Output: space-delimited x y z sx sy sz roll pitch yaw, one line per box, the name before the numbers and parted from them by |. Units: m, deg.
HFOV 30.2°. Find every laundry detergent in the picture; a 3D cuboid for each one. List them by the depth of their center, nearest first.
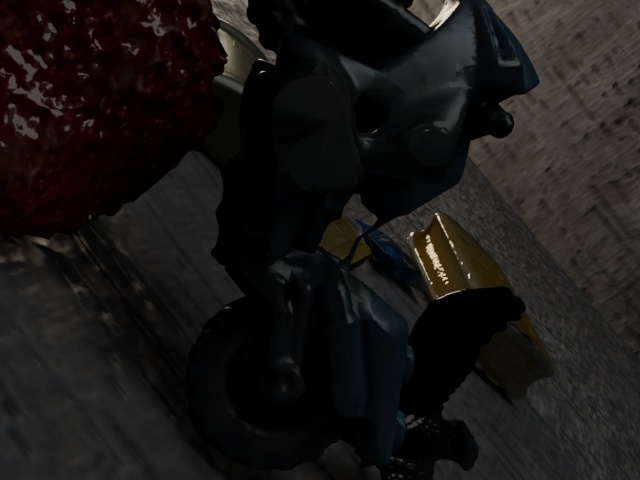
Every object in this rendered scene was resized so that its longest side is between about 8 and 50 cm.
laundry detergent | -0.117 -0.188 1.394 0.181 0.091 0.253 35 20 -28

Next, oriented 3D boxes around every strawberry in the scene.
strawberry | -0.198 -0.138 0.846 0.261 0.257 0.261 43 -15 14

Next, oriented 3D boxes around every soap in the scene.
soap | -0.001 0.001 1.372 0.092 0.037 0.252 52 14 5
soap | 0.229 0.091 1.727 0.173 0.089 0.274 41 16 -29

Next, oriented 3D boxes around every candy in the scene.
candy | 0.099 0.028 1.609 0.088 0.038 0.136 45 0 45

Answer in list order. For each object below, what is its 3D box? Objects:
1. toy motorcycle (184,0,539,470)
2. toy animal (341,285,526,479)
toy motorcycle | 0.038 -0.034 0.869 0.232 0.416 0.172 10 -8 -14
toy animal | 0.052 0.172 0.977 0.160 0.197 0.273 59 37 -81
